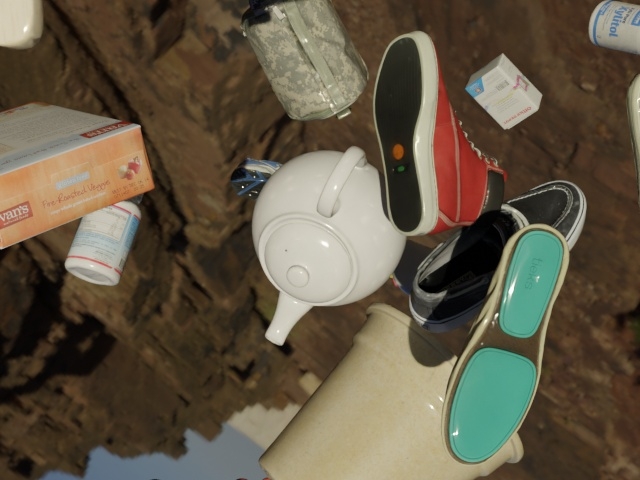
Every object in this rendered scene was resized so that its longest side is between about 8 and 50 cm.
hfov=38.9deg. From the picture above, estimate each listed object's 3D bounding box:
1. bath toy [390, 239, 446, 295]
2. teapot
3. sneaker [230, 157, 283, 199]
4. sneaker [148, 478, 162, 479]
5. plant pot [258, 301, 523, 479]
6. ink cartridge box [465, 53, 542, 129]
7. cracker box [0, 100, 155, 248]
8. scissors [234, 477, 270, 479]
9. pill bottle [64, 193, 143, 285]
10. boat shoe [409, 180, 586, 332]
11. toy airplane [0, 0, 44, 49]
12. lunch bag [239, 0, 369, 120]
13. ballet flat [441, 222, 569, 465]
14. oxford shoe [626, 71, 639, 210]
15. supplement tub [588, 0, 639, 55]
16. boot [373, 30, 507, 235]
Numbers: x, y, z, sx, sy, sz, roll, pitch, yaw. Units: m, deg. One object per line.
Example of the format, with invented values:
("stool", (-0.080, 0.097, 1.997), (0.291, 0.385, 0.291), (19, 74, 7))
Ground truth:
("bath toy", (0.221, 0.047, 1.754), (0.129, 0.151, 0.348), (42, -162, 20))
("teapot", (0.000, 0.000, 1.325), (0.252, 0.187, 0.256), (-13, 114, 30))
("sneaker", (-0.058, -0.107, 1.678), (0.211, 0.080, 0.081), (19, -149, -7))
("sneaker", (-0.362, 0.567, 2.038), (0.209, 0.082, 0.069), (-16, 111, 49))
("plant pot", (0.086, 0.320, 1.402), (0.334, 0.305, 0.334), (45, 167, 13))
("ink cartridge box", (0.359, -0.289, 1.773), (0.122, 0.052, 0.088), (43, 136, -16))
("cracker box", (-0.286, -0.071, 0.864), (0.232, 0.155, 0.067), (18, 125, 48))
("scissors", (-0.137, 0.560, 1.583), (0.109, 0.297, 0.021), (22, 156, -30))
("pill bottle", (-0.330, -0.017, 1.409), (0.087, 0.160, 0.087), (14, 159, 5))
("boat shoe", (0.239, 0.000, 1.202), (0.108, 0.301, 0.102), (48, 163, 32))
("toy airplane", (-0.283, -0.426, 0.804), (0.386, 0.384, 0.272), (43, 172, -7))
("lunch bag", (-0.032, -0.417, 1.969), (0.305, 0.212, 0.256), (61, 179, -17))
("ballet flat", (0.182, 0.102, 0.904), (0.086, 0.249, 0.086), (23, 177, 1))
("oxford shoe", (0.681, -0.106, 1.685), (0.130, 0.169, 0.450), (6, 120, 51))
("supplement tub", (0.458, -0.312, 1.336), (0.107, 0.071, 0.071), (27, 162, 44))
("boot", (0.160, -0.133, 1.126), (0.088, 0.176, 0.244), (0, 96, 51))
